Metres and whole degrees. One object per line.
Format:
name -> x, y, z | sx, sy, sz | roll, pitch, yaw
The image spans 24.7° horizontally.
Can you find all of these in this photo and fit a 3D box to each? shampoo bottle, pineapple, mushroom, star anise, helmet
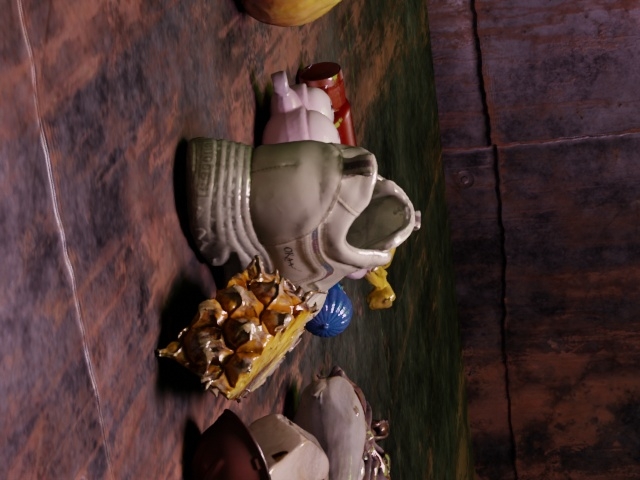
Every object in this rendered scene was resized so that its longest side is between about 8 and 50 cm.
shampoo bottle -> 0.019, -0.118, 2.022 | 0.102, 0.064, 0.260 | -70, 154, -55
pineapple -> -0.063, 0.078, 1.376 | 0.135, 0.079, 0.233 | -51, 172, 3
mushroom -> 0.003, 0.280, 1.724 | 0.099, 0.096, 0.278 | 69, 21, -51
star anise -> 0.041, 0.281, 1.936 | 0.209, 0.089, 0.231 | 1, 79, -67
mushroom -> -0.035, 0.250, 1.552 | 0.247, 0.096, 0.108 | 69, -3, -65
helmet -> -0.090, 0.216, 1.365 | 0.089, 0.057, 0.111 | 42, -29, 36

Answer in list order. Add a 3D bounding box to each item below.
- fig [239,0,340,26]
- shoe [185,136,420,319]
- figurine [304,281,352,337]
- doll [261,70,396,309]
fig -> -0.007, -0.315, 1.619 | 0.143, 0.231, 0.160 | -10, 105, -38
shoe -> 0.000, 0.000, 1.499 | 0.342, 0.211, 0.132 | 65, 25, -62
figurine -> 0.003, 0.084, 1.895 | 0.136, 0.077, 0.079 | 113, -7, -87
doll -> 0.007, -0.065, 1.804 | 0.160, 0.094, 0.365 | -88, 161, -44
